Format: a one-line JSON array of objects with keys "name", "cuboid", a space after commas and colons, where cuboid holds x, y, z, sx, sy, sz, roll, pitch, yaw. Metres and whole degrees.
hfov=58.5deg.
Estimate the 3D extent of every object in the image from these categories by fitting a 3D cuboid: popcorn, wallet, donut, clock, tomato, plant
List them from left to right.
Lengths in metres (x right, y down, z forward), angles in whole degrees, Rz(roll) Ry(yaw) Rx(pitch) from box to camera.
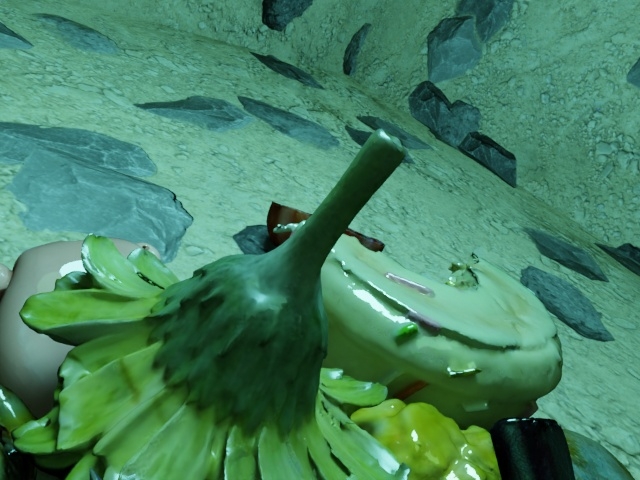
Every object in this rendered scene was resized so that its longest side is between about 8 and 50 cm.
[{"name": "clock", "cuboid": [-0.202, 0.112, 0.565, 0.241, 0.142, 0.227, 43, 30, 26]}, {"name": "plant", "cuboid": [-0.056, 0.090, 0.385, 0.306, 0.297, 0.261, 35, 46, -5]}, {"name": "tomato", "cuboid": [0.001, 0.003, 1.003, 0.225, 0.084, 0.225, 18, 2, -1]}, {"name": "popcorn", "cuboid": [0.082, 0.257, 0.501, 0.190, 0.192, 0.253, 58, 22, -20]}, {"name": "donut", "cuboid": [0.132, 0.108, 0.709, 0.371, 0.150, 0.307, 12, 22, -29]}, {"name": "wallet", "cuboid": [0.199, 0.301, 0.436, 0.172, 0.045, 0.317, 31, 48, -55]}]

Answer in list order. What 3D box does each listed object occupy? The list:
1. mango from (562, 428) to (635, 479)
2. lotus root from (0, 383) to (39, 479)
[{"name": "mango", "cuboid": [0.300, 0.308, 0.649, 0.317, 0.146, 0.192, 19, 33, -31]}, {"name": "lotus root", "cuboid": [-0.330, 0.154, 0.320, 0.310, 0.173, 0.173, 8, 29, -23]}]
